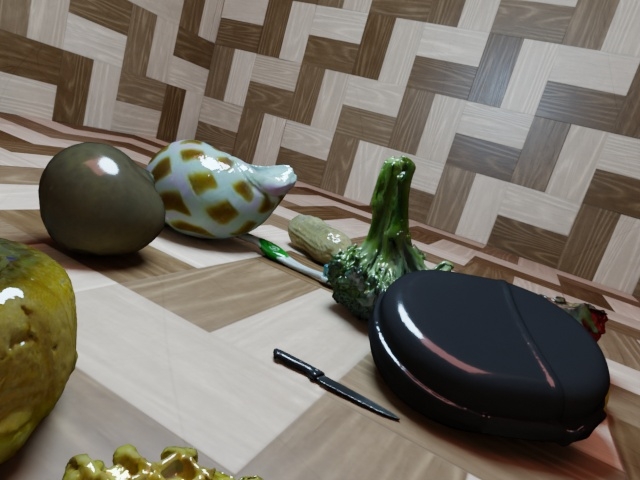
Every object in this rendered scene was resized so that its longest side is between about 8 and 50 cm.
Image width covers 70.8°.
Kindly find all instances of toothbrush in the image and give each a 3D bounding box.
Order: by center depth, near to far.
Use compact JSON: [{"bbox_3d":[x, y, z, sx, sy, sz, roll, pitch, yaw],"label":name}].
[{"bbox_3d":[-0.111,0.021,0.975,0.417,0.040,0.042,19,18,32],"label":"toothbrush"}]

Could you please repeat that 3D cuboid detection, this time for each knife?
[{"bbox_3d":[0.014,0.167,0.526,0.170,0.010,0.023,22,13,19],"label":"knife"}]

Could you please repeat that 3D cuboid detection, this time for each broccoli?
[{"bbox_3d":[0.137,0.016,0.751,0.198,0.275,0.177,30,13,12],"label":"broccoli"}]

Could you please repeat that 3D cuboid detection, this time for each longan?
[{"bbox_3d":[-0.336,-0.057,0.697,0.189,0.190,0.189,16,12,-3],"label":"longan"}]

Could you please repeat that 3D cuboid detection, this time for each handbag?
[{"bbox_3d":[0.215,0.139,0.587,0.307,0.093,0.254,10,29,-6],"label":"handbag"}]

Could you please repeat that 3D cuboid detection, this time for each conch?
[{"bbox_3d":[-0.247,-0.106,0.963,0.367,0.197,0.249,17,8,8],"label":"conch"}]

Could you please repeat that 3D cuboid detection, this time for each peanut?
[{"bbox_3d":[0.000,0.000,1.076,0.098,0.090,0.214,20,10,-39],"label":"peanut"}]

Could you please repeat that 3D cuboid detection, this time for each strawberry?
[{"bbox_3d":[0.419,0.175,0.851,0.189,0.111,0.236,9,-13,13],"label":"strawberry"}]

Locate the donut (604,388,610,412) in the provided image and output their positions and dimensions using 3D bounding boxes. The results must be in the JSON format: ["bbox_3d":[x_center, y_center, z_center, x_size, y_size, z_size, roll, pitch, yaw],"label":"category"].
[{"bbox_3d":[0.372,0.211,0.697,0.151,0.058,0.152,16,10,-3],"label":"donut"}]

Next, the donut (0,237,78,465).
[{"bbox_3d":[-0.303,0.063,0.292,0.261,0.128,0.208,11,14,-18],"label":"donut"}]

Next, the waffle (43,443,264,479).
[{"bbox_3d":[-0.089,0.183,0.248,0.190,0.038,0.191,16,12,-4],"label":"waffle"}]
